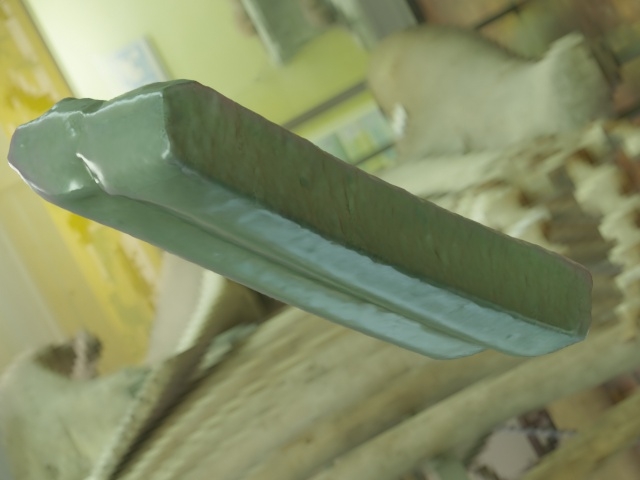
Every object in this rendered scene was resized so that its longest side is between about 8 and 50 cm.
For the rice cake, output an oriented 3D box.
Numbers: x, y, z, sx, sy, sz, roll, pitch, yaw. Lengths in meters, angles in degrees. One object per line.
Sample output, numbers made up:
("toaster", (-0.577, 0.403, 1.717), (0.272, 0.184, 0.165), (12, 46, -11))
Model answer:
("rice cake", (0.001, 0.000, 0.593), (0.222, 0.080, 0.042), (23, -115, -42))
